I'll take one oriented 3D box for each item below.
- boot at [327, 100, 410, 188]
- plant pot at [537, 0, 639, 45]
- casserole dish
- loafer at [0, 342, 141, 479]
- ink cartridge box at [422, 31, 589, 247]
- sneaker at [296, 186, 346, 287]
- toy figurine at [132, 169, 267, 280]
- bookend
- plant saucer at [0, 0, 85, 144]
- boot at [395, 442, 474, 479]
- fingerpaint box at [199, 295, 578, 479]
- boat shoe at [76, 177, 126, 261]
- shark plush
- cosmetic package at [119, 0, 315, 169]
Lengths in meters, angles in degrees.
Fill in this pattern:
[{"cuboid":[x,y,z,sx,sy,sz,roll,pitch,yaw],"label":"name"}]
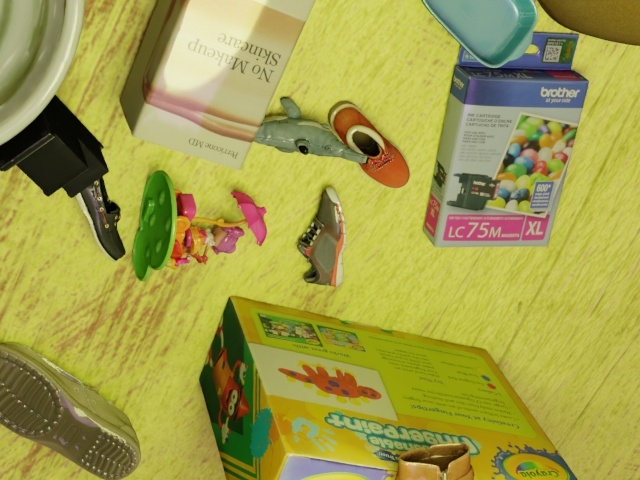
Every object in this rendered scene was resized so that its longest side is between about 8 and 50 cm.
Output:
[{"cuboid":[0.075,-0.114,1.428,0.059,0.084,0.158,-43,122,7],"label":"boot"},{"cuboid":[0.418,-0.336,1.312,0.237,0.254,0.237,-7,119,-12],"label":"plant pot"},{"cuboid":[0.199,-0.309,1.368,0.188,0.037,0.114,41,84,-23],"label":"casserole dish"},{"cuboid":[-0.368,0.236,1.483,0.268,0.092,0.102,42,98,-14],"label":"loafer"},{"cuboid":[0.263,-0.137,1.487,0.186,0.065,0.311,0,116,-17],"label":"ink cartridge box"},{"cuboid":[0.000,0.000,1.482,0.065,0.061,0.157,-3,118,-8],"label":"sneaker"},{"cuboid":[-0.152,-0.010,1.412,0.159,0.130,0.173,2,139,-28],"label":"toy figurine"},{"cuboid":[-0.316,-0.101,1.258,0.072,0.156,0.157,-35,135,4],"label":"bookend"},{"cuboid":[-0.455,-0.279,1.143,0.401,0.100,0.400,-2,105,-7],"label":"plant saucer"},{"cuboid":[0.096,0.322,1.247,0.197,0.073,0.152,-16,120,-24],"label":"boot"},{"cuboid":[0.086,0.276,1.473,0.445,0.371,0.163,13,113,-23],"label":"fingerpaint box"},{"cuboid":[-0.283,-0.031,1.384,0.042,0.049,0.133,-18,117,2],"label":"boat shoe"},{"cuboid":[-0.017,-0.120,1.372,0.161,0.067,0.073,30,119,12],"label":"shark plush"},{"cuboid":[-0.116,-0.254,1.268,0.153,0.129,0.296,15,113,-24],"label":"cosmetic package"}]
